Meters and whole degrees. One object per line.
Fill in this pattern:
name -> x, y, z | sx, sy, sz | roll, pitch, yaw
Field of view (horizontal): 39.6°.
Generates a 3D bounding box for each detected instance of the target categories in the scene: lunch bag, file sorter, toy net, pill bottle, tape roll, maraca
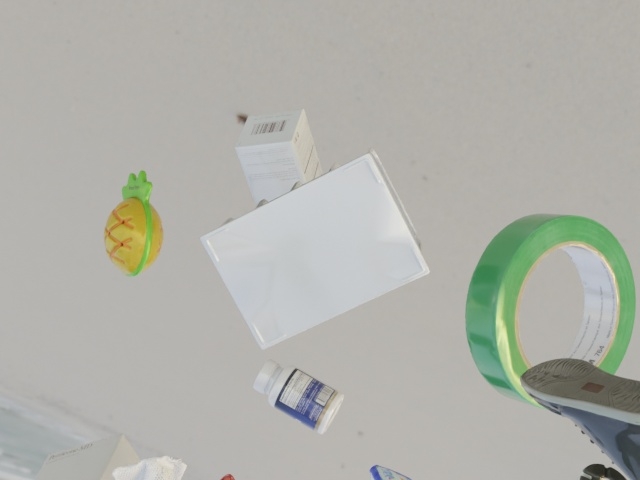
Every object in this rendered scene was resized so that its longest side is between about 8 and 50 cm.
lunch bag -> 0.163, 0.533, 1.784 | 0.151, 0.096, 0.129 | 50, -177, -29
file sorter -> 0.000, 0.000, 1.355 | 0.278, 0.193, 0.173 | -26, -170, 13
toy net -> -0.214, 0.302, 0.877 | 0.122, 0.232, 0.045 | 48, -171, -34
pill bottle -> -0.046, 0.309, 1.788 | 0.169, 0.094, 0.094 | 28, 162, 12
tape roll -> 0.385, 0.116, 1.471 | 0.321, 0.321, 0.077 | 27, 171, -29
maraca -> -0.325, -0.029, 1.554 | 0.099, 0.185, 0.127 | 6, 174, -40

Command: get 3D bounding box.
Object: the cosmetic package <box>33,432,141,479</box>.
cosmetic package -> -0.475, 0.558, 1.687 | 0.197, 0.365, 0.155 | -20, 114, 16

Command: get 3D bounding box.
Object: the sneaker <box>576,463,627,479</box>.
sneaker -> 0.293, 0.353, 0.955 | 0.081, 0.208, 0.094 | 18, 142, 3

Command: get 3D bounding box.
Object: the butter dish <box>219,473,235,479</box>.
butter dish -> -0.138, 0.515, 1.610 | 0.118, 0.160, 0.160 | 0, 144, -42

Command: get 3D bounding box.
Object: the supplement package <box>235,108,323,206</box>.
supplement package -> -0.063, -0.122, 1.537 | 0.105, 0.105, 0.179 | -5, 129, 16

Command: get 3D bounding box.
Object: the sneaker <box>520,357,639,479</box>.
sneaker -> 0.336, 0.222, 1.075 | 0.222, 0.083, 0.118 | 13, 127, 59
